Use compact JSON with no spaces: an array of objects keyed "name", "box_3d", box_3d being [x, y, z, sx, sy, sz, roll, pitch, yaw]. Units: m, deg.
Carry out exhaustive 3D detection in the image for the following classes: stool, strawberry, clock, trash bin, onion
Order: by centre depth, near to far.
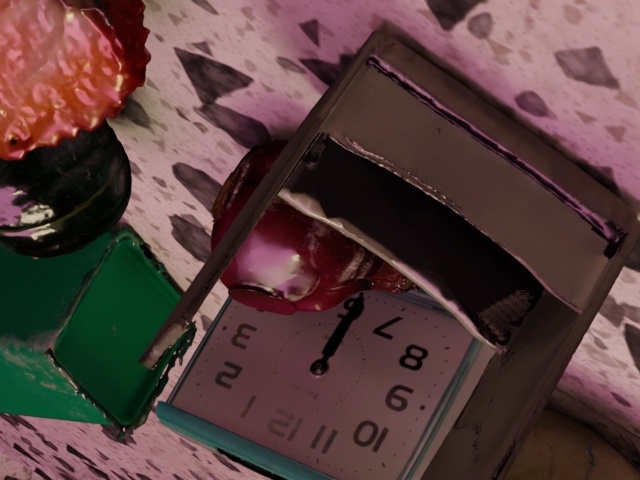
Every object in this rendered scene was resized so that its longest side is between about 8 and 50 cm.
[{"name":"stool","box_3d":[0.051,0.036,1.039,0.244,0.269,0.170,35,157,-5]},{"name":"strawberry","box_3d":[-0.232,-0.172,1.166,0.190,0.111,0.236,37,135,-10]},{"name":"onion","box_3d":[-0.008,0.013,1.250,0.198,0.135,0.173,31,161,1]},{"name":"clock","box_3d":[0.016,0.131,1.340,0.262,0.231,0.116,18,157,32]},{"name":"trash bin","box_3d":[-0.380,0.103,1.760,0.381,0.295,0.259,6,146,38]}]

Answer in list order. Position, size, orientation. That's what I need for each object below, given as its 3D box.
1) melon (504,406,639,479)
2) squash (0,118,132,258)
[{"name":"melon","box_3d":[0.181,0.294,1.398,0.330,0.268,0.268,12,152,18]},{"name":"squash","box_3d":[-0.268,-0.083,1.336,0.218,0.172,0.218,168,90,-71]}]
